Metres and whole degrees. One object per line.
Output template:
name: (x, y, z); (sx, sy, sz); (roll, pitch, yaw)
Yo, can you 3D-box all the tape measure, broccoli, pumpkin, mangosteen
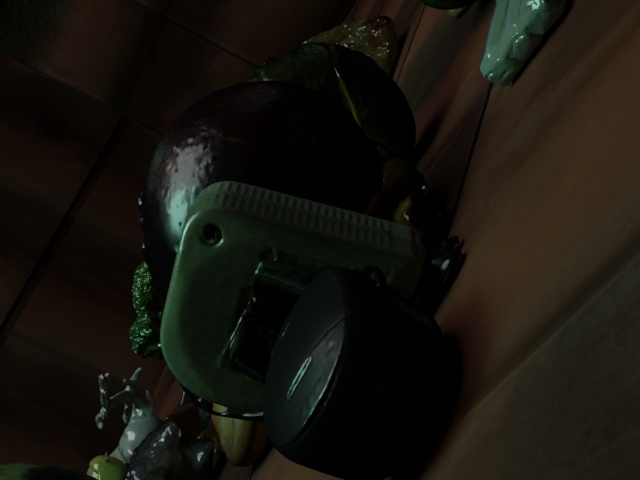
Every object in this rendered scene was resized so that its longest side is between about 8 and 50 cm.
tape measure: (-0.017, 0.069, 1.091); (0.115, 0.235, 0.207); (-83, 8, -72)
broccoli: (-0.163, 0.100, 1.971); (0.269, 0.254, 0.269); (14, 107, 59)
pumpkin: (-0.005, -0.117, 1.491); (0.238, 0.238, 0.159); (-62, 10, 7)
mangosteen: (-0.037, -0.016, 1.273); (0.297, 0.293, 0.297); (167, 90, -87)

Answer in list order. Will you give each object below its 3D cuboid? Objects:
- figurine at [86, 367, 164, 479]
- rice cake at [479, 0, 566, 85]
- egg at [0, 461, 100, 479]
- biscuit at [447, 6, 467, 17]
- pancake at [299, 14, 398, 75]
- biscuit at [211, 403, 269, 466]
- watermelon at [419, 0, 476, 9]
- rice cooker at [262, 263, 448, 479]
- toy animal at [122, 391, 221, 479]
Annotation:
figurine: (-0.293, 0.371, 2.013); (0.284, 0.206, 0.316); (128, 162, -82)
rice cake: (0.214, -0.264, 1.223); (0.127, 0.043, 0.237); (-56, 9, 52)
egg: (-0.276, 0.402, 1.074); (0.345, 0.345, 0.428); (128, 158, -57)
biscuit: (0.211, -0.368, 1.703); (0.152, 0.020, 0.152); (-61, 7, 13)
pancake: (-0.004, -0.262, 2.192); (0.356, 0.065, 0.356); (-28, 34, 21)
biscuit: (-0.083, 0.128, 1.481); (0.154, 0.045, 0.299); (-130, 43, -57)
watermelon: (0.169, -0.376, 1.561); (0.187, 0.140, 0.141); (-62, 6, -26)
rice cooker: (0.025, 0.098, 0.942); (0.142, 0.118, 0.203); (-61, 8, 18)
toy animal: (-0.198, 0.307, 1.738); (0.185, 0.122, 0.298); (-60, 7, 24)
